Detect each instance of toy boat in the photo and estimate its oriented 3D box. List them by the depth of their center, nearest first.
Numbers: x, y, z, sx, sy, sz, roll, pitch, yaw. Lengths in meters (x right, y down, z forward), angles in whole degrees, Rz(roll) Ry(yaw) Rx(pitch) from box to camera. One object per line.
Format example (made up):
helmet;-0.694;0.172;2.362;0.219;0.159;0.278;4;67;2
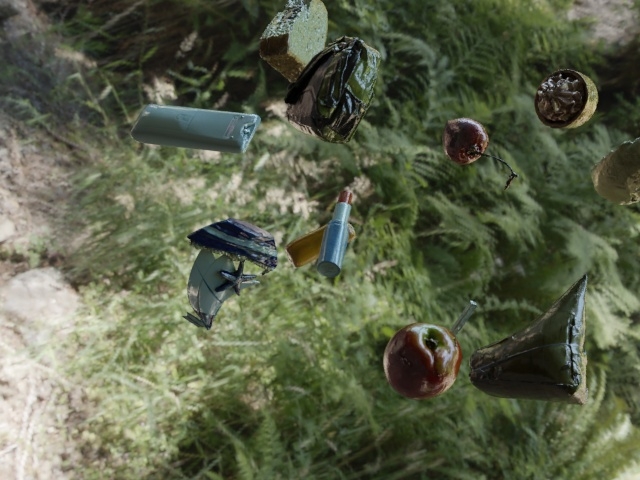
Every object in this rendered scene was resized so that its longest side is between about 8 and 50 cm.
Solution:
toy boat;-0.202;0.078;1.564;0.070;0.210;0.291;-121;-146;-55

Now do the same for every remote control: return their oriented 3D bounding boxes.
remote control;-0.278;-0.250;1.502;0.051;0.294;0.103;66;39;-55

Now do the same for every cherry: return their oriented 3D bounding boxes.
cherry;0.355;-0.197;1.586;0.090;0.107;0.225;27;29;-55

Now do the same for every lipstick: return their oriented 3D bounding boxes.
lipstick;0.043;-0.029;1.720;0.068;0.061;0.274;77;20;-44

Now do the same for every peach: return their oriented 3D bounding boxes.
peach;0.241;0.299;1.667;0.197;0.198;0.197;-20;90;-88

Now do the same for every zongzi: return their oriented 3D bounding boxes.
zongzi;0.585;0.264;1.930;0.160;0.323;0.360;35;61;-49

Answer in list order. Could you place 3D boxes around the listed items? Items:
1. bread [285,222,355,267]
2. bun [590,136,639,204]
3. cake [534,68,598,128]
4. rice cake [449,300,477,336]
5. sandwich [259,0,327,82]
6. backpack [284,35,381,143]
bread;0.000;0.000;2.275;0.092;0.239;0.074;57;-10;34
bun;0.889;-0.190;1.917;0.259;0.260;0.152;63;6;-75
cake;0.780;-0.458;2.262;0.208;0.178;0.185;-35;-113;55
rice cake;0.362;0.207;1.768;0.022;0.121;0.022;25;16;-19
sandwich;-0.071;-0.559;1.849;0.288;0.100;0.254;14;79;-69
backpack;0.031;-0.353;1.593;0.140;0.253;0.207;27;1;-39
